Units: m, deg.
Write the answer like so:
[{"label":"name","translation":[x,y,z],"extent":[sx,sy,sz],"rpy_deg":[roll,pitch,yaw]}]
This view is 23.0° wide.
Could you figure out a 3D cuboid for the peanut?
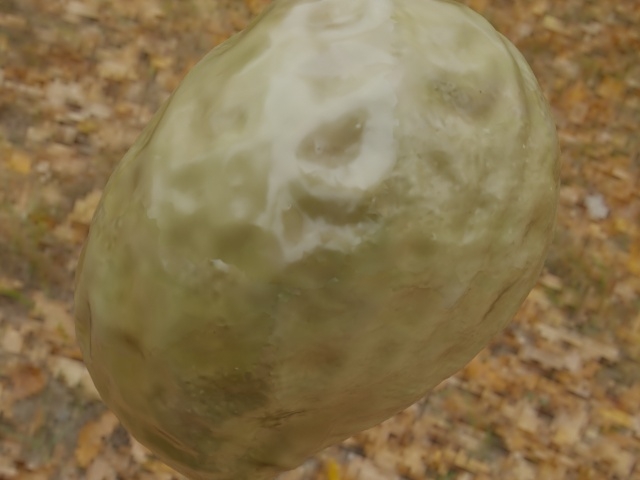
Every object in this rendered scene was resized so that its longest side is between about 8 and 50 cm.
[{"label":"peanut","translation":[0.000,0.000,0.455],"extent":[0.140,0.159,0.109],"rpy_deg":[28,7,-46]}]
